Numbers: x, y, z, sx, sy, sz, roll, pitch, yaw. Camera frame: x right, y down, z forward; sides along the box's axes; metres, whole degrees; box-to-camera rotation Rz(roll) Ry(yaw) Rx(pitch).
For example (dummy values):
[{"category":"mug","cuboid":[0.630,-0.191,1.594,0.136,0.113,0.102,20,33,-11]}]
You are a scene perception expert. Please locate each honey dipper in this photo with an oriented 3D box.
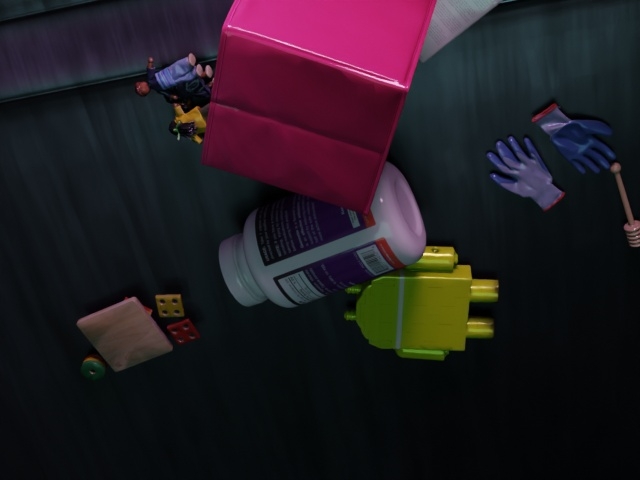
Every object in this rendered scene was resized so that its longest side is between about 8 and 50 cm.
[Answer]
[{"category":"honey dipper","cuboid":[0.507,-0.060,1.845,0.031,0.030,0.160,-18,119,17]}]

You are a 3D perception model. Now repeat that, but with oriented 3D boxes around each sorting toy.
[{"category":"sorting toy","cuboid":[-0.354,0.164,2.072,0.275,0.046,0.132,-22,120,20]}]

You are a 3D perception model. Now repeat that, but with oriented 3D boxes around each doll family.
[{"category":"doll family","cuboid":[-0.216,-0.221,1.780,0.111,0.076,0.193,-17,117,22]}]

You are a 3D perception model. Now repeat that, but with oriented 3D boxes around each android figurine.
[{"category":"android figurine","cuboid":[0.178,0.117,1.983,0.273,0.056,0.248,1,125,4]}]

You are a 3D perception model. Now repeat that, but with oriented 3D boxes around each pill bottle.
[{"category":"pill bottle","cuboid":[0.000,0.000,1.842,0.323,0.181,0.181,-21,120,19]}]

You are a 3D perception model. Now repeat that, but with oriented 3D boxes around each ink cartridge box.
[{"category":"ink cartridge box","cuboid":[0.178,-0.396,1.633,0.225,0.056,0.181,-37,114,21]}]

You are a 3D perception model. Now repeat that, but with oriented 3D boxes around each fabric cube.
[{"category":"fabric cube","cuboid":[-0.001,-0.236,1.593,0.258,0.254,0.259,18,136,2]}]

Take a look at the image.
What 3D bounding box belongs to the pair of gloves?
[{"category":"pair of gloves","cuboid":[0.378,-0.138,1.808,0.159,0.023,0.198,38,121,-21]}]
